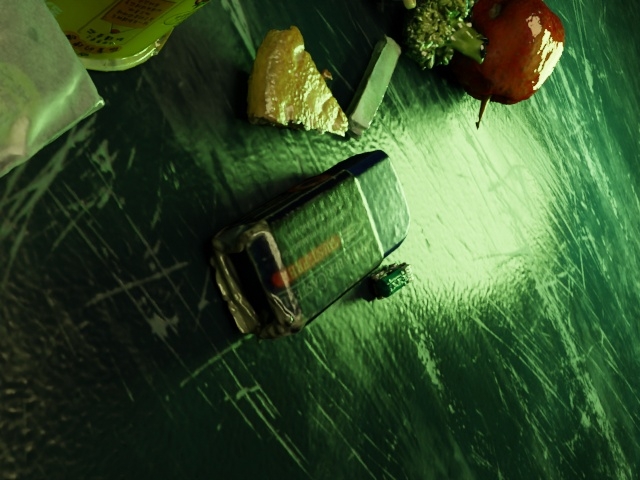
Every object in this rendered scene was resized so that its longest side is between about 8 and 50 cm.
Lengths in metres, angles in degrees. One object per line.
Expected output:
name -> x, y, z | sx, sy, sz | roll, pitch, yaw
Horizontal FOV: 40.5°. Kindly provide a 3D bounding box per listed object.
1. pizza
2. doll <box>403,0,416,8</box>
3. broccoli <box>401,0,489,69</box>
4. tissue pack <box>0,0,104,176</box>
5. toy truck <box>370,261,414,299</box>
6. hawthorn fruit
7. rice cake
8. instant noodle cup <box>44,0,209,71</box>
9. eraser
pizza -> -0.032, -0.197, 1.215 | 0.194, 0.069, 0.154 | 34, 56, -47
doll -> 0.130, -0.533, 1.430 | 0.271, 0.144, 0.208 | -78, 148, -42
broccoli -> 0.219, -0.364, 1.469 | 0.160, 0.154, 0.167 | 31, 41, 3
tissue pack -> -0.405, -0.213, 0.742 | 0.288, 0.124, 0.394 | -47, 116, -42
toy truck -> 0.112, 0.061, 1.332 | 0.083, 0.044, 0.039 | -28, 105, -48
hawthorn fruit -> 0.320, -0.318, 1.571 | 0.207, 0.207, 0.243 | 13, 96, -47
rice cake -> 0.082, -0.247, 1.382 | 0.043, 0.034, 0.211 | 41, 52, -24
instant noodle cup -> -0.198, -0.371, 0.922 | 0.325, 0.254, 0.326 | 17, 68, -46
eraser -> 0.000, 0.000, 1.173 | 0.332, 0.101, 0.155 | -34, 108, -47
